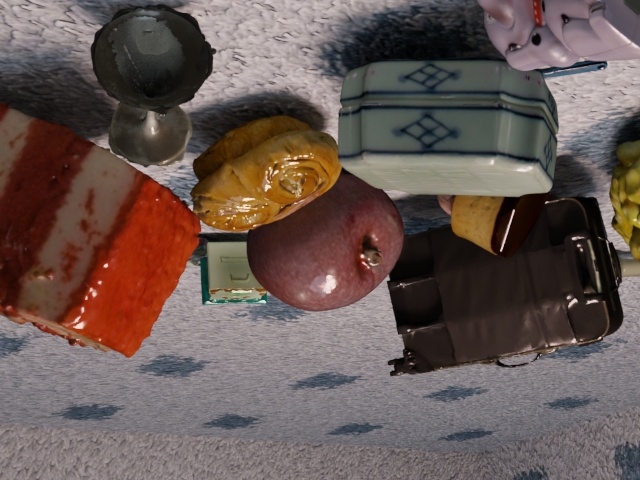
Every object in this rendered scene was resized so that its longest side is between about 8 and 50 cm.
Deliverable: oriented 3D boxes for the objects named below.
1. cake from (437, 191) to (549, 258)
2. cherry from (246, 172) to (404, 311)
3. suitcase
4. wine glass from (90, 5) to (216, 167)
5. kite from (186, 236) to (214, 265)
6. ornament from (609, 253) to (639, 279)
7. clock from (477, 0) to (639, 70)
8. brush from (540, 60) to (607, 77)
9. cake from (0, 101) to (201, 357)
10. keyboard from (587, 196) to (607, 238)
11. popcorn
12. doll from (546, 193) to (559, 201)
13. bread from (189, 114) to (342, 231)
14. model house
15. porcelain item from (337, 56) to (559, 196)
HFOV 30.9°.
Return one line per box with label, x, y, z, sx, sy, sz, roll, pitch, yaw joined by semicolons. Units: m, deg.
cake;0.267;-0.088;1.887;0.178;0.185;0.208;27;-172;18
cherry;0.000;0.000;1.944;0.261;0.221;0.307;-35;-160;-35
suitcase;0.317;0.086;2.055;0.434;0.283;0.194;-15;175;26
wine glass;-0.224;-0.191;1.530;0.156;0.156;0.232;-2;161;-10
kite;-0.235;0.022;2.237;0.360;0.022;0.204;5;154;-27
ornament;0.698;0.054;2.477;0.156;0.081;0.075;1;-168;-8
clock;0.297;-0.287;1.404;0.189;0.188;0.254;11;169;-36
brush;0.338;-0.244;1.696;0.164;0.014;0.051;-10;160;9
cake;-0.371;-0.009;1.623;0.320;0.270;0.269;21;171;18
keyboard;0.337;-0.020;2.165;0.381;0.041;0.103;-9;122;23
popcorn;0.618;-0.069;1.901;0.279;0.274;0.335;-41;158;11
doll;0.439;-0.006;2.222;0.211;0.093;0.262;-7;144;20
bread;-0.083;-0.100;1.767;0.236;0.120;0.198;-29;161;19
model house;-0.165;0.071;2.219;0.127;0.100;0.149;-1;161;-11
porcelain item;0.181;-0.156;1.606;0.281;0.157;0.286;3;175;20
